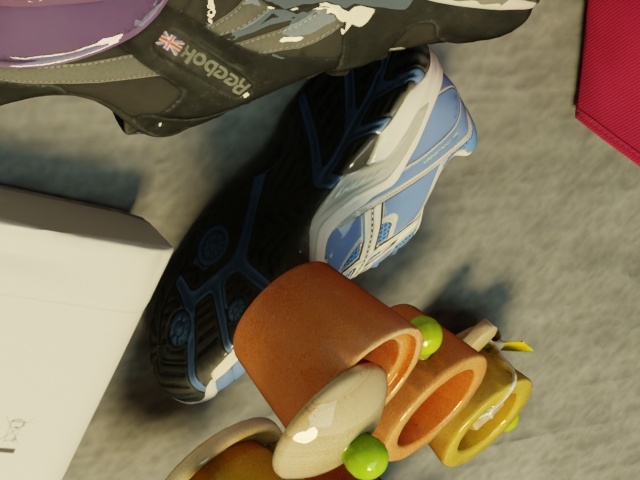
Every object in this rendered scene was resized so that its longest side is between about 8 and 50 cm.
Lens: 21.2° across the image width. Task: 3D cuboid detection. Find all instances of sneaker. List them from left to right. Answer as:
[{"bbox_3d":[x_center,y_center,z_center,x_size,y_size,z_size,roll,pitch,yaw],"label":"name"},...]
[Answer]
[{"bbox_3d":[-0.040,-0.105,0.731,0.283,0.107,0.124,3,133,-36],"label":"sneaker"},{"bbox_3d":[0.000,0.000,0.835,0.211,0.080,0.081,-49,134,5],"label":"sneaker"}]

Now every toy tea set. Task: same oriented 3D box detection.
[{"bbox_3d":[0.032,0.129,0.864,0.200,0.124,0.336,-48,157,5],"label":"toy tea set"}]

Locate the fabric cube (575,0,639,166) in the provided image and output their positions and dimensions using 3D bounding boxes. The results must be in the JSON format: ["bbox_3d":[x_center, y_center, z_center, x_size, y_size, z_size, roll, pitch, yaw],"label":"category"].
[{"bbox_3d":[0.306,-0.148,0.838,0.254,0.259,0.258,-20,131,-25],"label":"fabric cube"}]

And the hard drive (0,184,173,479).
[{"bbox_3d":[-0.235,0.129,0.768,0.233,0.047,0.353,11,112,-43],"label":"hard drive"}]
